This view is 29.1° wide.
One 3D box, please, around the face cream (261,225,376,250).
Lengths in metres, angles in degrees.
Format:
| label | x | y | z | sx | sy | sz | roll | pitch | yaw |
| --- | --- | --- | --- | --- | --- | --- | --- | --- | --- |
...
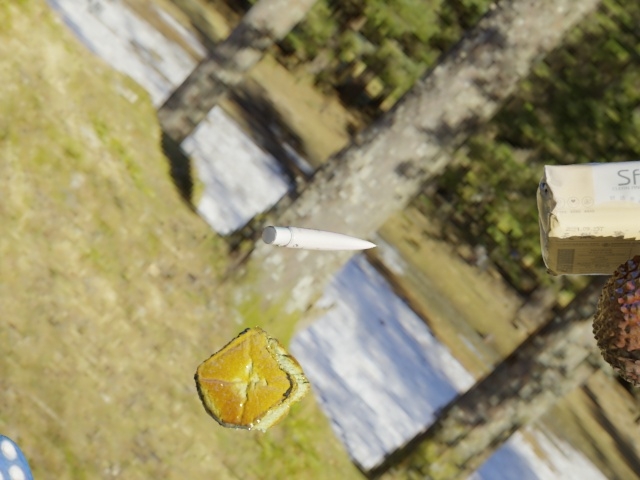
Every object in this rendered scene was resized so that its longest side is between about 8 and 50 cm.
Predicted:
| label | x | y | z | sx | sy | sz | roll | pitch | yaw |
| --- | --- | --- | --- | --- | --- | --- | --- | --- | --- |
| face cream | 0.000 | 0.000 | 1.157 | 0.115 | 0.020 | 0.038 | 7 | 1 | -33 |

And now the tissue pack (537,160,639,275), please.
| label | x | y | z | sx | sy | sz | roll | pitch | yaw |
| --- | --- | --- | --- | --- | --- | --- | --- | --- | --- |
| tissue pack | 0.374 | -0.025 | 1.484 | 0.186 | 0.222 | 0.090 | 70 | 21 | -61 |

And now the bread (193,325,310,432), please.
| label | x | y | z | sx | sy | sz | roll | pitch | yaw |
| --- | --- | --- | --- | --- | --- | --- | --- | --- | --- |
| bread | -0.094 | 0.196 | 1.676 | 0.128 | 0.140 | 0.069 | 53 | 9 | 16 |

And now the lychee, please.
| label | x | y | z | sx | sy | sz | roll | pitch | yaw |
| --- | --- | --- | --- | --- | --- | --- | --- | --- | --- |
| lychee | 0.384 | 0.091 | 1.363 | 0.165 | 0.165 | 0.197 | 41 | 19 | -14 |

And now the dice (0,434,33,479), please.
| label | x | y | z | sx | sy | sz | roll | pitch | yaw |
| --- | --- | --- | --- | --- | --- | --- | --- | --- | --- |
| dice | -0.507 | 0.366 | 1.781 | 0.146 | 0.146 | 0.143 | 13 | 55 | -68 |
